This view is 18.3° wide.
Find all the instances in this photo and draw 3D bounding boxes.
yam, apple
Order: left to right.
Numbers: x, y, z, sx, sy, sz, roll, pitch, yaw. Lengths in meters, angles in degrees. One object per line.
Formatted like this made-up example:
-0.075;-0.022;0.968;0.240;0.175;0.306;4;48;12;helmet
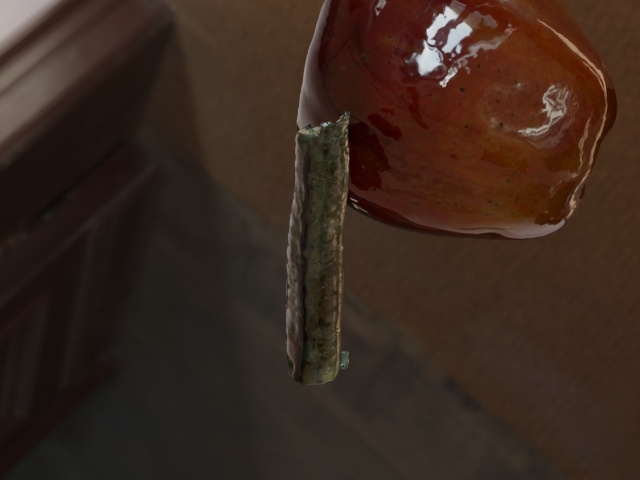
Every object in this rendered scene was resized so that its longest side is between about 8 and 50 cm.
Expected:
0.000;0.000;0.812;0.027;0.033;0.129;19;127;22;yam
0.072;-0.074;1.027;0.158;0.147;0.156;23;104;9;apple
